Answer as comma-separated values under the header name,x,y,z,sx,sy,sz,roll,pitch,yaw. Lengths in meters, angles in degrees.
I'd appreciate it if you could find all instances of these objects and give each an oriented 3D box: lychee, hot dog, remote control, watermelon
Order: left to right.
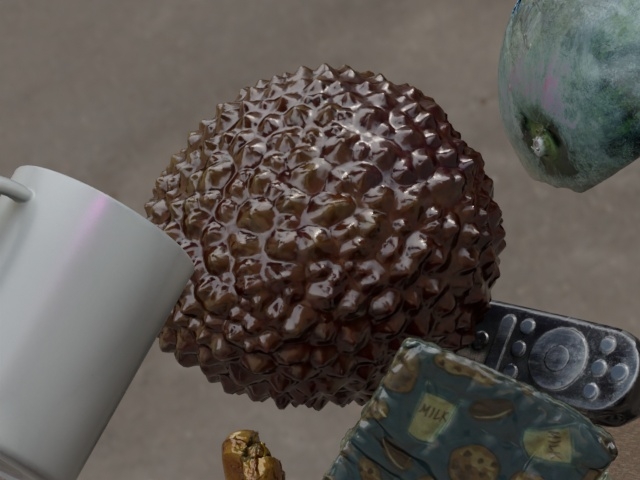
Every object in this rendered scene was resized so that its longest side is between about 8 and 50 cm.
name,x,y,z,sx,sy,sz,roll,pitch,yaw
hot dog,-0.057,0.237,1.843,0.045,0.165,0.071,-33,57,-19
lychee,0.000,0.000,1.708,0.330,0.306,0.306,-32,22,-37
remote control,0.181,0.105,1.773,0.266,0.066,0.090,13,69,39
watermelon,0.247,-0.165,2.016,0.175,0.188,0.322,-45,8,-22

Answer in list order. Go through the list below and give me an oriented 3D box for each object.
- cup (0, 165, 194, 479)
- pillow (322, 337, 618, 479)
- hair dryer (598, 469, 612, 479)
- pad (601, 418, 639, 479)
name,x,y,z,sx,sy,sz,roll,pitch,yaw
cup,-0.147,0.033,0.939,0.133,0.136,0.099,-62,15,-14
pillow,0.092,0.205,1.532,0.256,0.189,0.034,-59,4,25
hair dryer,0.262,0.294,1.828,0.219,0.225,0.088,-43,17,47
pad,0.340,0.299,2.457,0.266,0.176,0.002,5,-2,-17
